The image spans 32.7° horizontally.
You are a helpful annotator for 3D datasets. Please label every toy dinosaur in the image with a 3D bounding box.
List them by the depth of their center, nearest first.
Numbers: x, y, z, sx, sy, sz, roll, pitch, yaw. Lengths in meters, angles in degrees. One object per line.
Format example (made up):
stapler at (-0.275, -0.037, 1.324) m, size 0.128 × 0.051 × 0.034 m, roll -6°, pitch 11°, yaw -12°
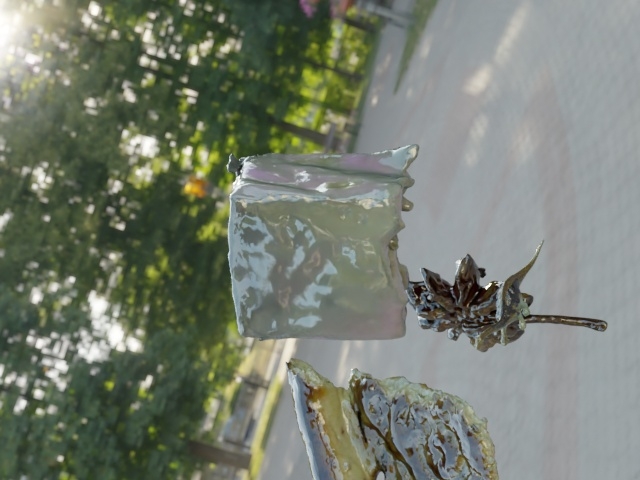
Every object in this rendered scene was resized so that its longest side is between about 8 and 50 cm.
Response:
toy dinosaur at (0.221, 0.073, 1.257) m, size 0.180 × 0.037 × 0.058 m, roll -59°, pitch -37°, yaw -43°

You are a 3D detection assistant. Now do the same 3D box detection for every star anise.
star anise at (0.211, 0.080, 1.353) m, size 0.234 × 0.177 × 0.073 m, roll -17°, pitch 45°, yaw 37°

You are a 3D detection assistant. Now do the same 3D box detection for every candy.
candy at (0.000, 0.000, 1.108) m, size 0.137 × 0.195 × 0.184 m, roll -69°, pitch -20°, yaw -68°

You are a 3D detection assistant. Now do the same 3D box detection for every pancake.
pancake at (0.054, 0.222, 0.943) m, size 0.257 × 0.056 × 0.212 m, roll 11°, pitch 98°, yaw 51°
